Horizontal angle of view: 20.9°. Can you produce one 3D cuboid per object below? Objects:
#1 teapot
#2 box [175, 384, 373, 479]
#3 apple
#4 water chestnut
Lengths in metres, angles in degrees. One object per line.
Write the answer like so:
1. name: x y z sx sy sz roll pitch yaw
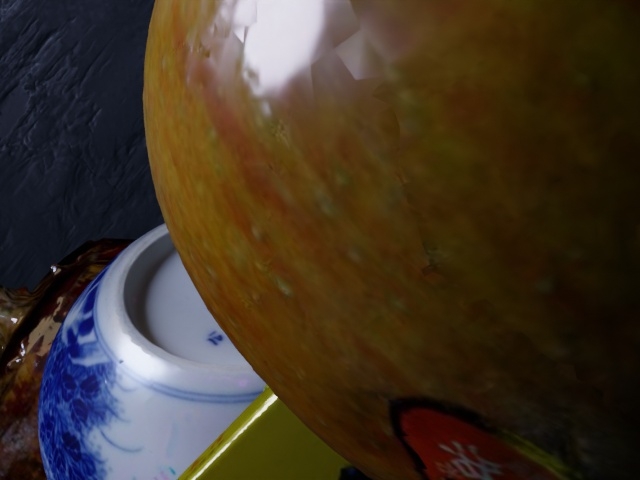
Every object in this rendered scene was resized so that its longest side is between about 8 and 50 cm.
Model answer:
1. teapot: -0.042 0.125 1.073 0.424 0.252 0.280 -83 -7 -48
2. box: -0.022 0.180 0.890 0.279 0.153 0.041 -47 7 13
3. apple: 0.114 -0.075 0.704 0.400 0.333 0.400 -49 11 12
4. water chestnut: -0.267 0.127 1.877 0.350 0.302 0.350 -54 9 13
